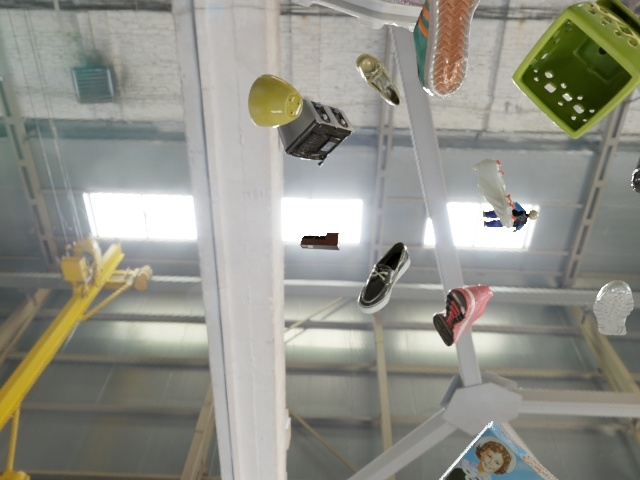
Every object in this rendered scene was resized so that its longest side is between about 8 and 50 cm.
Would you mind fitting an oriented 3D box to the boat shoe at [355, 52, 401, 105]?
[{"bbox_3d":[0.144,-0.387,1.280,0.056,0.153,0.048,-37,-145,13],"label":"boat shoe"}]

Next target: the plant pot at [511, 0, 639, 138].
[{"bbox_3d":[0.635,-0.418,1.236,0.207,0.227,0.228,-36,-102,-26],"label":"plant pot"}]

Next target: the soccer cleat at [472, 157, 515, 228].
[{"bbox_3d":[0.457,-0.120,1.392,0.076,0.196,0.068,-18,167,26],"label":"soccer cleat"}]

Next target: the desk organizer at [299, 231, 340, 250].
[{"bbox_3d":[0.000,0.000,1.755,0.130,0.047,0.050,3,-108,11],"label":"desk organizer"}]

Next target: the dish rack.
[{"bbox_3d":[0.099,-0.594,1.323,0.332,0.072,0.285,32,-148,30],"label":"dish rack"}]

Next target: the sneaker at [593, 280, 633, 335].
[{"bbox_3d":[0.772,0.162,1.401,0.090,0.235,0.095,6,-123,25],"label":"sneaker"}]

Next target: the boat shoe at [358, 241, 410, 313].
[{"bbox_3d":[0.161,0.093,1.384,0.077,0.070,0.219,16,-127,32],"label":"boat shoe"}]

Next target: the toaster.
[{"bbox_3d":[-0.020,-0.323,1.578,0.168,0.185,0.110,2,-122,-44],"label":"toaster"}]

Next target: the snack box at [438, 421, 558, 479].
[{"bbox_3d":[0.313,0.446,0.754,0.322,0.187,0.060,41,-169,24],"label":"snack box"}]

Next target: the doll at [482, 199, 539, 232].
[{"bbox_3d":[0.673,-0.086,1.875,0.189,0.129,0.046,-3,-154,19],"label":"doll"}]

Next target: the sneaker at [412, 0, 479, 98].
[{"bbox_3d":[0.228,-0.428,0.988,0.108,0.302,0.121,-1,-154,-16],"label":"sneaker"}]

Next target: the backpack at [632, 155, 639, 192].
[{"bbox_3d":[0.550,-0.232,0.619,0.290,0.273,0.356,11,-114,13],"label":"backpack"}]

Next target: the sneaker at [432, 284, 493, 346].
[{"bbox_3d":[0.460,0.240,1.681,0.136,0.314,0.116,-17,-119,-16],"label":"sneaker"}]

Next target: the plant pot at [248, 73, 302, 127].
[{"bbox_3d":[-0.102,-0.345,1.332,0.095,0.134,0.134,19,-146,32],"label":"plant pot"}]
